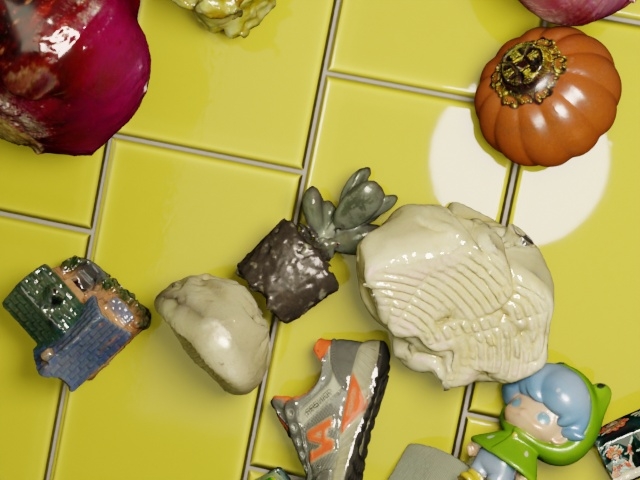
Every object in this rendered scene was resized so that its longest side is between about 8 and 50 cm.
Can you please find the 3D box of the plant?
[{"bbox_3d":[-0.001,0.001,1.585,0.274,0.146,0.149,-43,99,3],"label":"plant"}]

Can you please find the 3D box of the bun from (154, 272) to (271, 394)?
[{"bbox_3d":[-0.155,0.135,1.574,0.133,0.231,0.231,-43,87,-11],"label":"bun"}]

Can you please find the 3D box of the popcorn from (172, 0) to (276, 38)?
[{"bbox_3d":[-0.138,-0.400,1.556,0.168,0.195,0.173,-29,84,14],"label":"popcorn"}]

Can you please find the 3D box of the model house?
[{"bbox_3d":[-0.403,0.127,1.616,0.166,0.172,0.183,-44,87,7],"label":"model house"}]

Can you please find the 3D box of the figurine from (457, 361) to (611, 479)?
[{"bbox_3d":[0.322,0.293,1.535,0.263,0.162,0.143,-43,124,-16],"label":"figurine"}]

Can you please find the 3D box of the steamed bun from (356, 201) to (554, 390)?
[{"bbox_3d":[0.205,0.065,1.534,0.275,0.206,0.320,-30,116,16],"label":"steamed bun"}]

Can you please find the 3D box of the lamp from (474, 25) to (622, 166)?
[{"bbox_3d":[0.339,-0.217,1.511,0.223,0.196,0.223,-17,57,29],"label":"lamp"}]

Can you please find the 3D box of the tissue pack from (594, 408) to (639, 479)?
[{"bbox_3d":[0.513,0.306,1.556,0.170,0.103,0.090,-24,89,7],"label":"tissue pack"}]

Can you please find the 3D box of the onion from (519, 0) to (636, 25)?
[{"bbox_3d":[0.342,-0.482,1.474,0.285,0.347,0.348,0,93,50],"label":"onion"}]

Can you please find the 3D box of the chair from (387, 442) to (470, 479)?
[{"bbox_3d":[0.121,0.498,1.569,0.319,0.160,0.186,-42,127,-29],"label":"chair"}]

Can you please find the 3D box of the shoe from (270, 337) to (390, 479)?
[{"bbox_3d":[-0.009,0.304,1.596,0.171,0.132,0.336,15,84,15],"label":"shoe"}]

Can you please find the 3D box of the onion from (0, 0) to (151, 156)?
[{"bbox_3d":[-0.403,-0.363,1.529,0.398,0.398,0.420,34,74,4],"label":"onion"}]

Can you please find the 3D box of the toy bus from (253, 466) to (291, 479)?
[{"bbox_3d":[-0.158,0.492,1.606,0.276,0.165,0.134,-31,90,7],"label":"toy bus"}]
